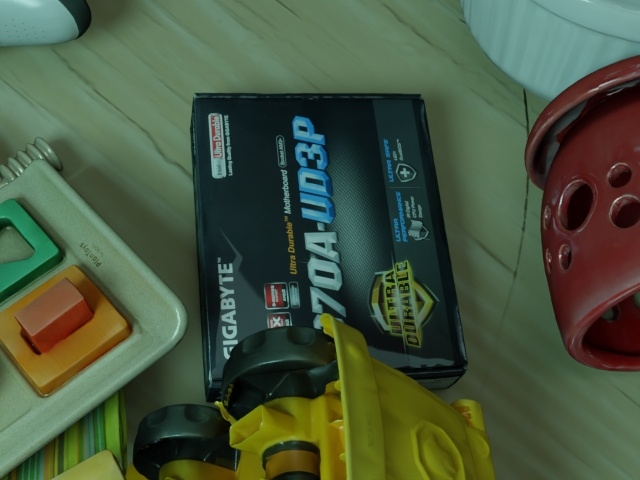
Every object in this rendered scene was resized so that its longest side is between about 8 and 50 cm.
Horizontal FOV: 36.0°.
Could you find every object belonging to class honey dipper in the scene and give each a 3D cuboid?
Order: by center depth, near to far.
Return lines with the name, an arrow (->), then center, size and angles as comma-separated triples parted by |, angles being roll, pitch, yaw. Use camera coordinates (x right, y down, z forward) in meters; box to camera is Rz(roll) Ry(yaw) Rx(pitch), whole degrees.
honey dipper -> -0.250, -0.015, 0.677 | 0.161, 0.030, 0.030 | -40, 78, -21

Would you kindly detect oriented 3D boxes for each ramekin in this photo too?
ramekin -> 0.232, -0.217, 0.778 | 0.273, 0.127, 0.273 | 3, 55, -5

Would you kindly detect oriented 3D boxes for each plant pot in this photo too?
plant pot -> 0.244, -0.022, 0.682 | 0.191, 0.191, 0.174 | -1, 60, -10

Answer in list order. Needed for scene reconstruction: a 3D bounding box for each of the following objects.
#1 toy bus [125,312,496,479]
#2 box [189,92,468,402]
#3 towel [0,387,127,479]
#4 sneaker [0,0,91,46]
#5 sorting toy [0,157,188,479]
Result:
toy bus -> 0.007, 0.168, 0.571 | 0.211, 0.220, 0.149 | 26, 42, -33
box -> 0.000, 0.000, 0.701 | 0.175, 0.051, 0.220 | -1, 67, -11
towel -> -0.235, 0.119, 0.589 | 0.237, 0.021, 0.102 | -11, 47, -6
sneaker -> -0.310, -0.149, 0.695 | 0.270, 0.090, 0.145 | 17, 65, 2
sorting toy -> -0.203, 0.049, 0.582 | 0.196, 0.047, 0.348 | -40, 59, -16
